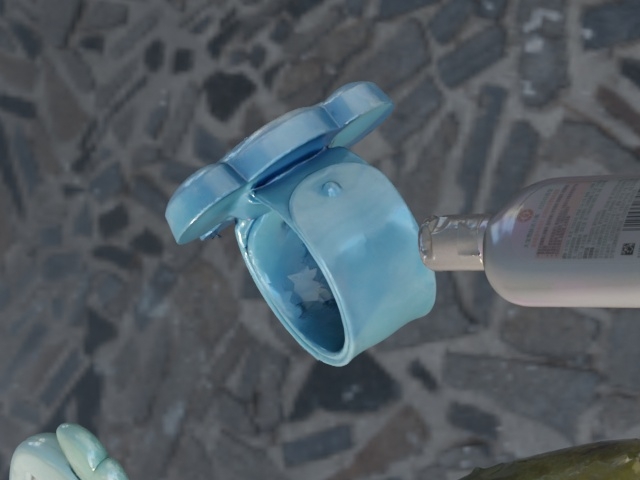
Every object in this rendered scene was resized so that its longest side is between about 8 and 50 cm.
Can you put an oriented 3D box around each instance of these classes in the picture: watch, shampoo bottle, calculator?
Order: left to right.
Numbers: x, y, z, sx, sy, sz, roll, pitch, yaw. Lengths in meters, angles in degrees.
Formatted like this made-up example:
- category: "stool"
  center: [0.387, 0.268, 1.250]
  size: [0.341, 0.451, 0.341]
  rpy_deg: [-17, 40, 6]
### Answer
- category: "calculator"
  center: [-0.199, 0.260, 1.405]
  size: [0.184, 0.042, 0.295]
  rpy_deg: [37, 141, 20]
- category: "watch"
  center: [0.000, 0.000, 1.304]
  size: [0.211, 0.211, 0.193]
  rpy_deg: [-40, 80, 38]
- category: "shampoo bottle"
  center: [0.126, 0.000, 0.837]
  size: [0.165, 0.040, 0.080]
  rpy_deg: [-2, 50, 39]

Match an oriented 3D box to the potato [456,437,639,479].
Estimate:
- category: "potato"
  center: [0.250, 0.304, 1.527]
  size: [0.359, 0.270, 0.219]
  rpy_deg: [-20, 97, 12]
